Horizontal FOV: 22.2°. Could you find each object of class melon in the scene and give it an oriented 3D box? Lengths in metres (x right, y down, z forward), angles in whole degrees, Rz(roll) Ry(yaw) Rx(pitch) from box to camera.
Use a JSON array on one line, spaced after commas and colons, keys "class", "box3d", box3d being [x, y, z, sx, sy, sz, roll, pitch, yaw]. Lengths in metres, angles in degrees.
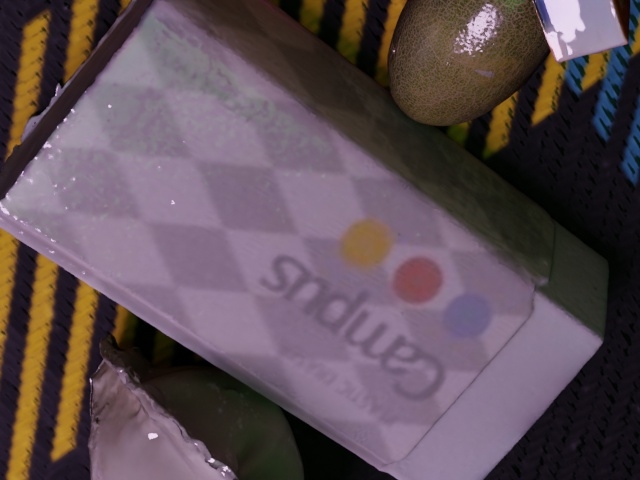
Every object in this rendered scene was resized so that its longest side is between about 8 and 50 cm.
[{"class": "melon", "box3d": [0.098, -0.135, 1.043, 0.099, 0.099, 0.162, 19, 137, -17]}]

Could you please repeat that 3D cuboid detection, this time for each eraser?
[{"class": "eraser", "box3d": [0.000, 0.000, 1.097, 0.397, 0.082, 0.213, 36, 102, -21]}]

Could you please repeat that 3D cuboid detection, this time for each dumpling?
[{"class": "dumpling", "box3d": [-0.069, 0.169, 1.104, 0.142, 0.172, 0.247, -38, 114, -16]}]

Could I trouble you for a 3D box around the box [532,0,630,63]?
[{"class": "box", "box3d": [0.119, -0.270, 0.916, 0.048, 0.273, 0.265, -14, 114, 19]}]
